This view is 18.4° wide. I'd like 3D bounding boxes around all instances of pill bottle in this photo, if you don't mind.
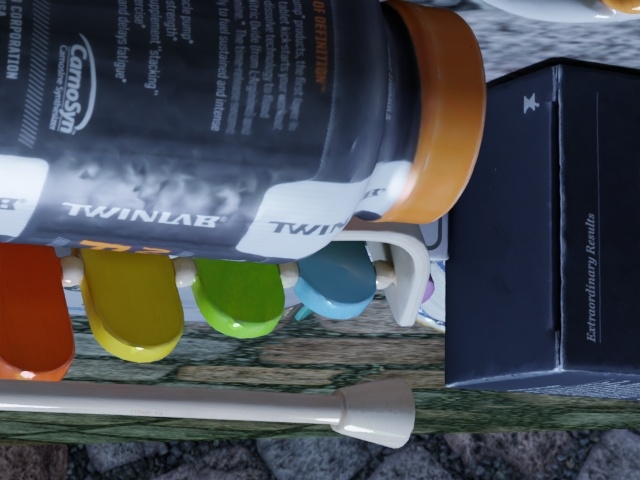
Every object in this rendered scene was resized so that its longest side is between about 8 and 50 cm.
[{"bbox_3d":[-0.063,-0.059,0.739,0.246,0.130,0.130,5,169,-23],"label":"pill bottle"}]

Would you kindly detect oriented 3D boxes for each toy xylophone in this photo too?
[{"bbox_3d":[-0.086,-0.004,0.833,0.323,0.236,0.081,8,140,-22],"label":"toy xylophone"}]

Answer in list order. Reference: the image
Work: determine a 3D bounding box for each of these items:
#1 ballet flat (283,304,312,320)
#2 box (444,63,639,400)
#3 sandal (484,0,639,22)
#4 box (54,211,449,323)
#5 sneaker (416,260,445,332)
[{"bbox_3d":[0.000,0.000,1.273,0.073,0.067,0.206,-43,180,-21],"label":"ballet flat"},{"bbox_3d":[0.175,0.004,1.014,0.207,0.153,0.108,7,169,-27],"label":"box"},{"bbox_3d":[0.151,-0.110,0.521,0.265,0.102,0.076,-9,164,33],"label":"sandal"},{"bbox_3d":[-0.067,-0.016,1.098,0.169,0.087,0.290,5,169,-25],"label":"box"},{"bbox_3d":[0.196,0.027,1.257,0.296,0.111,0.131,3,169,-20],"label":"sneaker"}]
